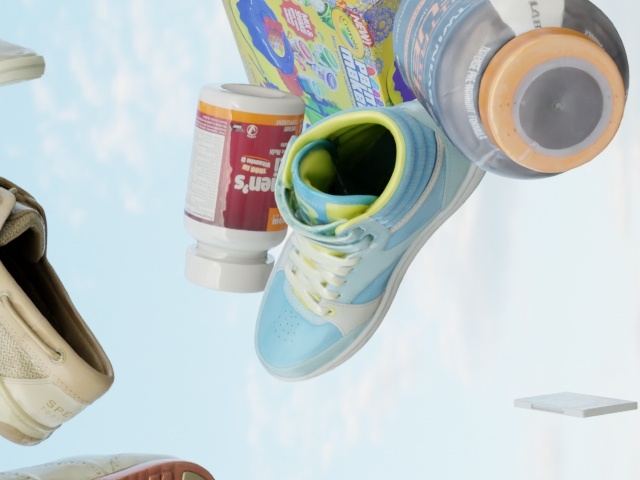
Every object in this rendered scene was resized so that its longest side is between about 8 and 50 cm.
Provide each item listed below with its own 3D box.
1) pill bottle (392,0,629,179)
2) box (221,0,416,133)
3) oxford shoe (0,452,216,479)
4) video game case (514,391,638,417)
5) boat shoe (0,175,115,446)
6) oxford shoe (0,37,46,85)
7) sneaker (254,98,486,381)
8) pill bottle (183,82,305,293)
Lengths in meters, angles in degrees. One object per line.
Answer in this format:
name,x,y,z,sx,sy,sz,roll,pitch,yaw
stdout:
pill bottle,0.131,-0.118,1.115,0.245,0.130,0.130,-113,19,-72
box,0.041,-0.259,1.979,0.177,0.279,0.290,-42,-40,-21
oxford shoe,-0.311,0.305,1.749,0.146,0.397,0.140,-168,76,-67
video game case,0.299,0.193,1.937,0.087,0.122,0.011,-4,-87,-33
boat shoe,-0.277,0.000,1.382,0.341,0.110,0.122,60,-162,13
oxford shoe,-0.532,-0.275,2.169,0.169,0.449,0.130,-11,-69,-46
sneaker,0.000,0.000,1.450,0.319,0.127,0.208,-57,-23,19
pill bottle,-0.090,-0.060,1.848,0.121,0.121,0.221,-28,-52,-69
